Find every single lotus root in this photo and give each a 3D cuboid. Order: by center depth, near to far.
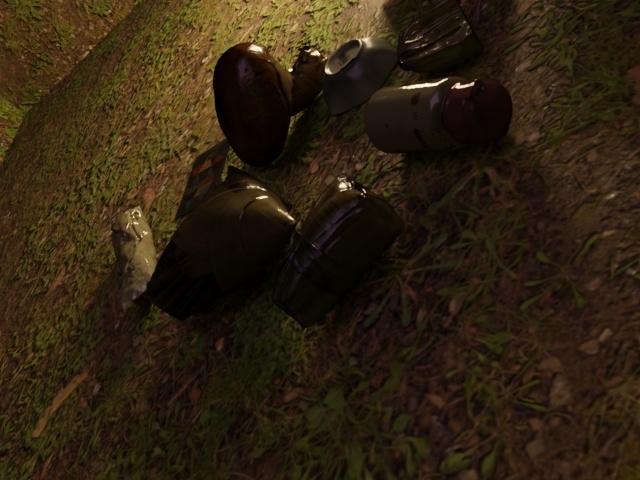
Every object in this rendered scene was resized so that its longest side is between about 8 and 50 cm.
[{"bbox_3d":[0.204,-0.340,1.222,0.144,0.070,0.143,-24,46,28],"label":"lotus root"}]

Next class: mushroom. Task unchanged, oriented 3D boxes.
[{"bbox_3d":[-0.115,-0.277,1.439,0.254,0.267,0.267,-2,49,12],"label":"mushroom"}]

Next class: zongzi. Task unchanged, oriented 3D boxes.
[{"bbox_3d":[0.000,0.000,1.089,0.221,0.112,0.242,-48,25,4],"label":"zongzi"},{"bbox_3d":[-0.165,0.034,1.165,0.289,0.154,0.317,-52,17,2],"label":"zongzi"}]

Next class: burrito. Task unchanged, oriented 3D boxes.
[{"bbox_3d":[-0.418,0.036,1.577,0.117,0.076,0.392,-46,33,8],"label":"burrito"}]

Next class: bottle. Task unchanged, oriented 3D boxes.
[{"bbox_3d":[0.178,-0.187,1.060,0.233,0.110,0.110,6,61,52],"label":"bottle"}]

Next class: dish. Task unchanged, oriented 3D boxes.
[{"bbox_3d":[0.060,-0.341,1.397,0.190,0.066,0.191,-31,37,26],"label":"dish"}]

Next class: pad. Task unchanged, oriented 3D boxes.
[{"bbox_3d":[-0.271,-0.151,1.660,0.142,0.003,0.211,-25,40,33],"label":"pad"}]
